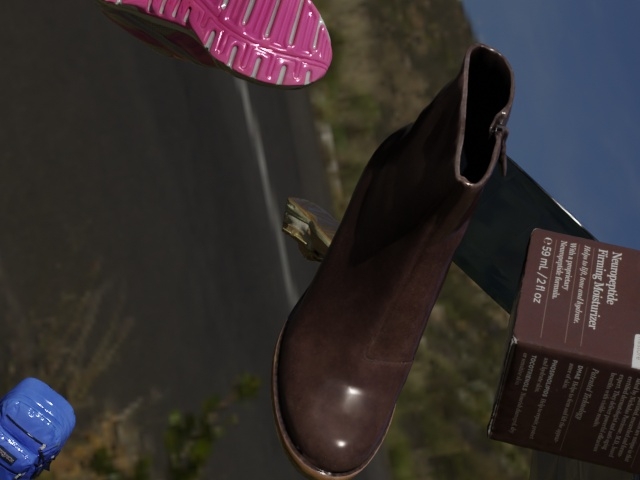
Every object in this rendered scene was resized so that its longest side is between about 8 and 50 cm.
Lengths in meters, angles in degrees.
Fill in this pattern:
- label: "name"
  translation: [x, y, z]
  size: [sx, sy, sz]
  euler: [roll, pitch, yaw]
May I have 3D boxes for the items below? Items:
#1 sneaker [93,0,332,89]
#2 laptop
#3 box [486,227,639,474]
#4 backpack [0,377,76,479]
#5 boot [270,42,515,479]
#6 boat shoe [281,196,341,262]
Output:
- label: "sneaker"
  translation: [-0.103, -0.210, 1.400]
  size: [0.103, 0.252, 0.111]
  euler: [-61, 174, -8]
- label: "laptop"
  translation: [0.233, 0.132, 1.894]
  size: [0.382, 0.236, 0.408]
  euler: [125, -26, -73]
- label: "box"
  translation: [0.292, 0.117, 1.584]
  size: [0.167, 0.203, 0.168]
  euler: [96, 8, -45]
- label: "backpack"
  translation: [-0.348, 0.231, 1.799]
  size: [0.098, 0.120, 0.101]
  euler: [39, 26, -9]
- label: "boot"
  translation: [0.047, 0.015, 0.983]
  size: [0.207, 0.090, 0.248]
  euler: [122, -13, -55]
- label: "boat shoe"
  translation: [0.000, 0.000, 1.590]
  size: [0.135, 0.050, 0.045]
  euler: [45, -60, 55]
